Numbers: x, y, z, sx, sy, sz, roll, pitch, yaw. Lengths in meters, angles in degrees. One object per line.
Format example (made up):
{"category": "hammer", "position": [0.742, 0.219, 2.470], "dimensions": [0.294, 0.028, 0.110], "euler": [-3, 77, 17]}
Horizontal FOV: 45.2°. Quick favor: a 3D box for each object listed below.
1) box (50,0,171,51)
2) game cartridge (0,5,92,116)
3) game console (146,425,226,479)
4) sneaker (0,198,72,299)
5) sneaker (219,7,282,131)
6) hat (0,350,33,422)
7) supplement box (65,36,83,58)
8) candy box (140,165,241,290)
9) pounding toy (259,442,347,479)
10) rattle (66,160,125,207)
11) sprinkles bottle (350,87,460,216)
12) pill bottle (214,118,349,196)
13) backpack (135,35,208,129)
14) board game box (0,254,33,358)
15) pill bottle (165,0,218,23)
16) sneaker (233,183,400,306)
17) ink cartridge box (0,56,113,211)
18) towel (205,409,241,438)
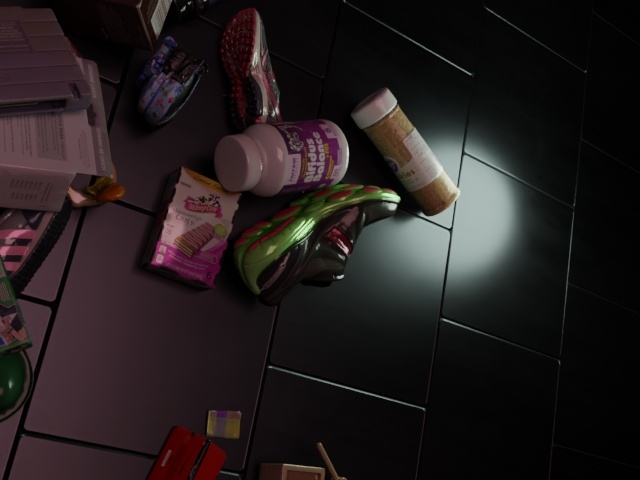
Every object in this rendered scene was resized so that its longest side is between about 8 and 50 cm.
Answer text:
{"category": "box", "position": [-0.428, -0.523, 1.591], "dimensions": [0.203, 0.167, 0.169], "euler": [13, 73, 3]}
{"category": "game cartridge", "position": [-0.612, -0.314, 1.356], "dimensions": [0.354, 0.068, 0.230], "euler": [-14, 62, -38]}
{"category": "game console", "position": [-0.285, 0.489, 1.640], "dimensions": [0.124, 0.085, 0.144], "euler": [23, 65, 5]}
{"category": "sneaker", "position": [-0.613, 0.029, 1.471], "dimensions": [0.131, 0.112, 0.319], "euler": [29, 67, 2]}
{"category": "sneaker", "position": [-0.161, -0.402, 1.837], "dimensions": [0.112, 0.120, 0.300], "euler": [-4, 90, -50]}
{"category": "hat", "position": [-0.581, 0.257, 1.381], "dimensions": [0.172, 0.183, 0.209], "euler": [-13, 89, -35]}
{"category": "supplement box", "position": [-0.549, -0.377, 1.607], "dimensions": [0.083, 0.043, 0.055], "euler": [-45, 106, -30]}
{"category": "candy box", "position": [-0.283, -0.024, 1.702], "dimensions": [0.159, 0.071, 0.234], "euler": [23, 68, -28]}
{"category": "pounding toy", "position": [-0.040, 0.553, 1.751], "dimensions": [0.206, 0.094, 0.181], "euler": [20, 65, -39]}
{"category": "rattle", "position": [-0.476, -0.171, 1.565], "dimensions": [0.130, 0.142, 0.200], "euler": [-8, 92, -16]}
{"category": "sprinkles bottle", "position": [0.229, -0.233, 2.052], "dimensions": [0.355, 0.121, 0.121], "euler": [51, 58, -15]}
{"category": "pill bottle", "position": [-0.090, -0.190, 1.780], "dimensions": [0.301, 0.169, 0.169], "euler": [-13, 89, -43]}
{"category": "backpack", "position": [-0.342, -0.332, 1.677], "dimensions": [0.116, 0.158, 0.173], "euler": [35, 75, -15]}
{"category": "board game box", "position": [-0.667, 0.079, 1.358], "dimensions": [0.213, 0.046, 0.318], "euler": [-20, 77, -17]}
{"category": "pill bottle", "position": [-0.280, -0.597, 1.775], "dimensions": [0.219, 0.122, 0.123], "euler": [-46, 107, -26]}
{"category": "sneaker", "position": [0.000, 0.000, 1.851], "dimensions": [0.482, 0.185, 0.202], "euler": [-29, 115, -31]}
{"category": "ink cartridge box", "position": [-0.556, -0.217, 1.455], "dimensions": [0.271, 0.130, 0.310], "euler": [5, 55, -32]}
{"category": "towel", "position": [-0.214, 0.408, 1.705], "dimensions": [0.083, 0.009, 0.060], "euler": [11, 76, -31]}
